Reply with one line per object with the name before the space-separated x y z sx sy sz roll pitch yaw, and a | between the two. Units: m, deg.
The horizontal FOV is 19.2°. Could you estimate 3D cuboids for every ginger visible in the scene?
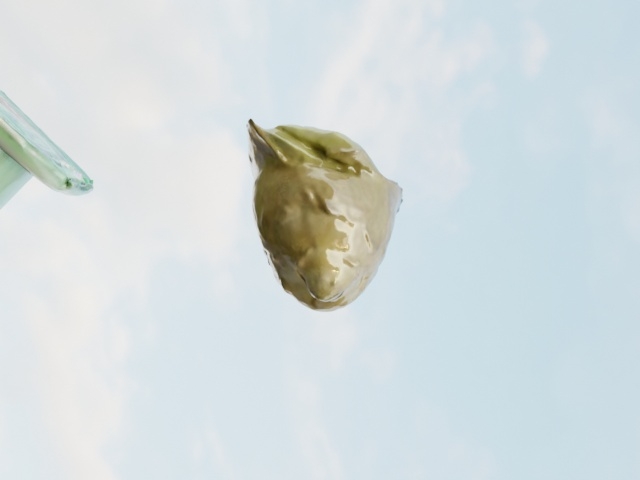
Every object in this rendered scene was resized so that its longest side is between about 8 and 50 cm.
ginger | 0.001 -0.001 1.362 0.193 0.115 0.122 68 26 -74

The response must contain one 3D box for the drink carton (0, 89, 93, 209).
drink carton | -0.199 -0.026 0.801 0.146 0.142 0.144 46 -1 1
